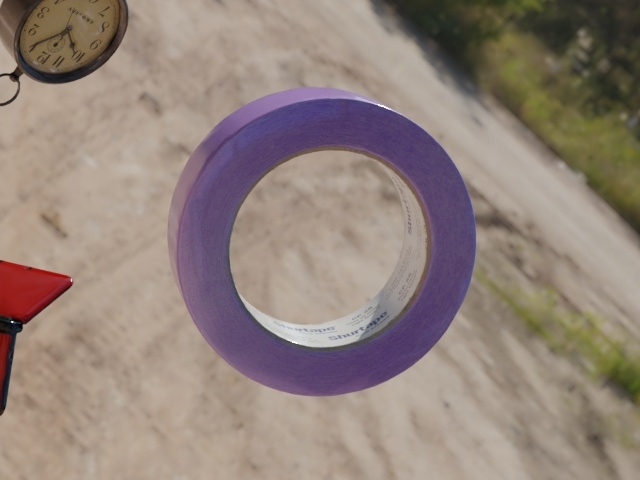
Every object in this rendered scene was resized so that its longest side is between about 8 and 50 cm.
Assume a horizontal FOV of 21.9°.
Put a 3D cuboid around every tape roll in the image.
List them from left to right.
[{"bbox_3d":[0.000,0.000,1.521,0.275,0.275,0.090,40,2,-17],"label":"tape roll"}]

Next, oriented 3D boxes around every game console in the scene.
[{"bbox_3d":[-0.301,0.081,1.451,0.144,0.124,0.085,11,4,31],"label":"game console"}]

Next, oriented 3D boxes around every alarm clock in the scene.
[{"bbox_3d":[-0.279,-0.214,1.704,0.064,0.192,0.129,46,8,35],"label":"alarm clock"}]
